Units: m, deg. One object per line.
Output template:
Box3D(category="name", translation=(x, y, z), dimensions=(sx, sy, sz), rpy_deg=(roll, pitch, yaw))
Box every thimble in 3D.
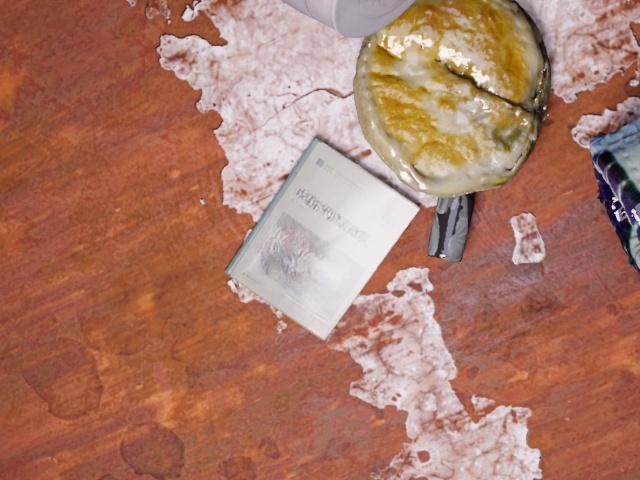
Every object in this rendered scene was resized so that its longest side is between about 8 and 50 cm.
Box3D(category="thimble", translation=(0.498, -0.067, 1.450), dimensions=(0.150, 0.237, 0.237), rpy_deg=(-23, 96, 6))

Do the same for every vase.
Box3D(category="vase", translation=(0.218, -0.074, 1.564), dimensions=(0.059, 0.060, 0.212), rpy_deg=(12, 94, 5))

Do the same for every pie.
Box3D(category="pie", translation=(0.206, -0.232, 1.510), dimensions=(0.339, 0.077, 0.339), rpy_deg=(0, 90, -6))

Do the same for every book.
Box3D(category="book", translation=(0.000, 0.000, 1.624), dimensions=(0.214, 0.025, 0.283), rpy_deg=(33, 103, 2))

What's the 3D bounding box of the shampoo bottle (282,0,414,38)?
Box3D(category="shampoo bottle", translation=(0.027, -0.452, 1.406), dimensions=(0.273, 0.273, 0.266), rpy_deg=(-46, 69, 12))
